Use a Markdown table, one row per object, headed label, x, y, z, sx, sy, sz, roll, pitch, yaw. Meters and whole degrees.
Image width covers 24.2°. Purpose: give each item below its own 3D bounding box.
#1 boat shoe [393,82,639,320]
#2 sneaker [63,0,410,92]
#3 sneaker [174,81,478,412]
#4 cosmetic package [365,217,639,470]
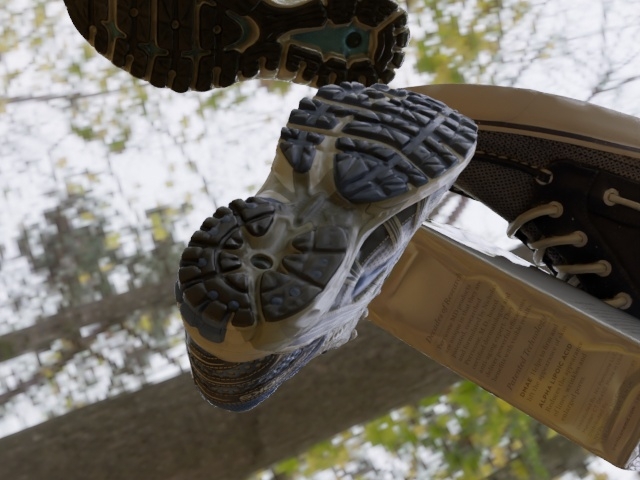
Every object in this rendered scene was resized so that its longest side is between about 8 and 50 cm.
| label | x | y | z | sx | sy | sz | roll | pitch | yaw |
| --- | --- | --- | --- | --- | --- | --- | --- | --- | --- |
| boat shoe | 0.191 | -0.009 | 1.102 | 0.127 | 0.340 | 0.158 | 116 | -17 | -76 |
| sneaker | -0.043 | -0.103 | 0.698 | 0.073 | 0.162 | 0.063 | -134 | -124 | -62 |
| sneaker | 0.000 | 0.000 | 0.443 | 0.052 | 0.135 | 0.058 | 29 | -45 | 19 |
| cosmetic package | 0.148 | 0.068 | 1.034 | 0.231 | 0.117 | 0.085 | 28 | -81 | 32 |
